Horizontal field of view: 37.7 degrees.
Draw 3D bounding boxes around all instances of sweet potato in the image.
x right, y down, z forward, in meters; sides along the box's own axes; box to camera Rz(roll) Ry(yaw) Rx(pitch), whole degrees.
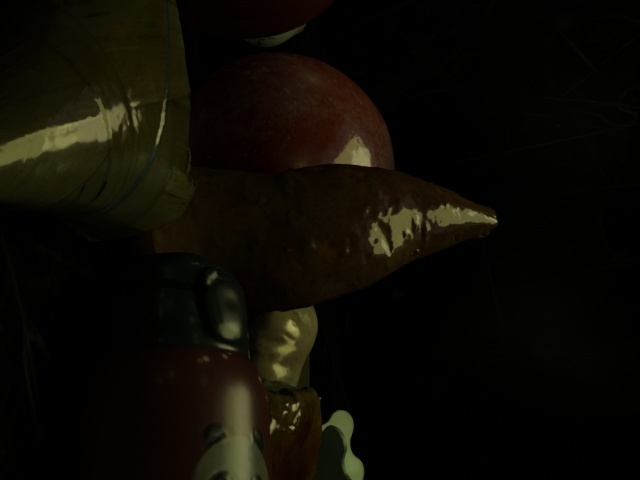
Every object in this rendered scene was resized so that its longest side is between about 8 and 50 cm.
[{"bbox_3d":[0.000,-0.003,0.804,0.131,0.336,0.131,179,-90,-79],"label":"sweet potato"}]

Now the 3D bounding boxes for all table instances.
[{"bbox_3d":[0.001,0.364,1.388,0.166,0.166,0.198,-39,117,-82],"label":"table"}]

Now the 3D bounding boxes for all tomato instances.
[{"bbox_3d":[-0.035,-0.065,0.984,0.270,0.227,0.270,2,90,-90],"label":"tomato"}]

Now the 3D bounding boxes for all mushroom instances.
[{"bbox_3d":[-0.072,0.119,1.064,0.154,0.122,0.154,-53,-164,23],"label":"mushroom"}]

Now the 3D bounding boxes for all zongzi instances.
[{"bbox_3d":[-0.160,-0.120,0.533,0.256,0.115,0.228,6,76,-73],"label":"zongzi"}]

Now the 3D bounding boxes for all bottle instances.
[{"bbox_3d":[-0.104,0.174,0.641,0.144,0.144,0.336,70,14,-68],"label":"bottle"}]

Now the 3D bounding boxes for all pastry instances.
[{"bbox_3d":[-0.067,0.213,0.838,0.229,0.100,0.218,77,31,-46],"label":"pastry"}]

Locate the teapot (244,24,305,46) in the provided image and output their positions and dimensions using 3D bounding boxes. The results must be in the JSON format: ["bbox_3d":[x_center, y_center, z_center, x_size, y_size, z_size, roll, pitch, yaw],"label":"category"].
[{"bbox_3d":[-0.072,-0.374,1.306,0.208,0.166,0.300,-51,-170,29],"label":"teapot"}]

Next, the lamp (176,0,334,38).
[{"bbox_3d":[-0.065,-0.323,0.780,0.303,0.257,0.303,-5,90,-81],"label":"lamp"}]

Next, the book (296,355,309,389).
[{"bbox_3d":[-0.063,0.184,1.268,0.217,0.021,0.310,53,30,-51],"label":"book"}]
